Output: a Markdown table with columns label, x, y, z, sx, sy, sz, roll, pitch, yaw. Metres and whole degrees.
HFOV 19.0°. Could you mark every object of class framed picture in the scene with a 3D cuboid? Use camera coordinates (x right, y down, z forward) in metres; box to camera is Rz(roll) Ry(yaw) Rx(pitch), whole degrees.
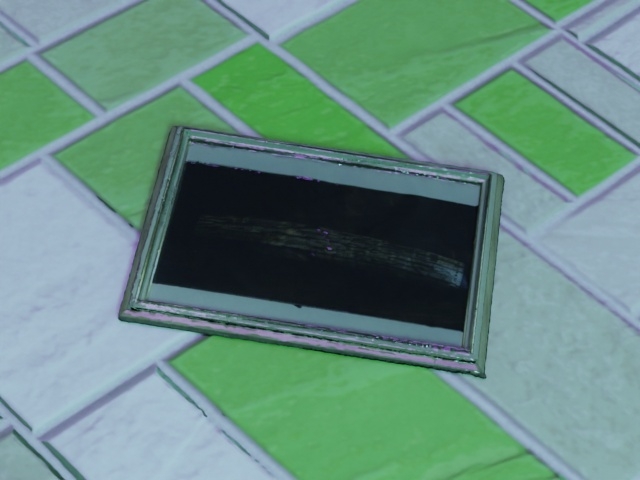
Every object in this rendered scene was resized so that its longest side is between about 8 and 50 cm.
| label | x | y | z | sx | sy | sz | roll | pitch | yaw |
| --- | --- | --- | --- | --- | --- | --- | --- | --- | --- |
| framed picture | 0.000 | 0.000 | 1.561 | 0.293 | 0.018 | 0.231 | 9 | 46 | 1 |
